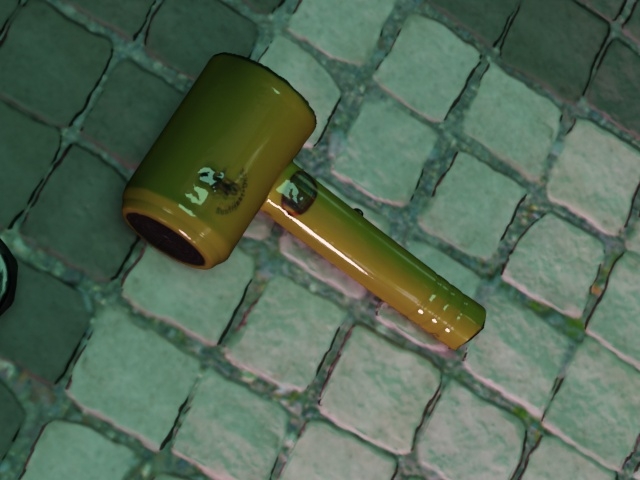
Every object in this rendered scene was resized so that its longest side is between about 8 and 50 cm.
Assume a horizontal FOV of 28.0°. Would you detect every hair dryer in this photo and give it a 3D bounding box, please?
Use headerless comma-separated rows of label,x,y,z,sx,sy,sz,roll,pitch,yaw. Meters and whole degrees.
hair dryer,0.000,0.000,0.933,0.279,0.090,0.135,36,70,-14

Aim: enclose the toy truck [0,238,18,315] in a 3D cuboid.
toy truck,-0.303,-0.017,0.814,0.165,0.147,0.224,-19,87,3
